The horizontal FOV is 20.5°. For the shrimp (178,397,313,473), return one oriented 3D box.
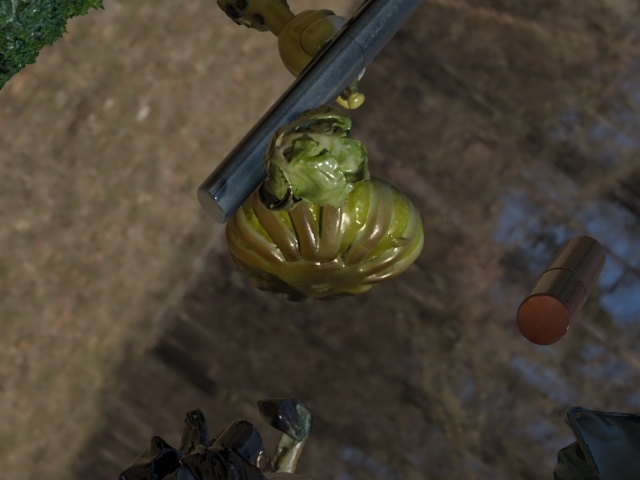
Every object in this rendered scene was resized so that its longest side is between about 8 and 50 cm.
[{"bbox_3d":[-0.104,0.294,2.281,0.272,0.085,0.445,-47,157,-15],"label":"shrimp"}]

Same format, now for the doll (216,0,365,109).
[{"bbox_3d":[-0.037,-0.250,2.027,0.086,0.117,0.291,-38,-129,-10],"label":"doll"}]

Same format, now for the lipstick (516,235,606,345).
[{"bbox_3d":[0.260,0.047,1.877,0.057,0.057,0.357,-50,176,16],"label":"lipstick"}]

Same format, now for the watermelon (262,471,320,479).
[{"bbox_3d":[-0.071,0.329,1.886,0.207,0.202,0.136,101,-32,-41],"label":"watermelon"}]

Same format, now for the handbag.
[{"bbox_3d":[0.288,0.209,1.370,0.229,0.179,0.062,-111,-152,-63],"label":"handbag"}]

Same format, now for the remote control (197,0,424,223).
[{"bbox_3d":[0.014,-0.172,1.765,0.377,0.044,0.107,-49,180,-10],"label":"remote control"}]

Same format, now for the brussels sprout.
[{"bbox_3d":[-0.013,-0.052,1.195,0.085,0.058,0.085,-21,-115,54],"label":"brussels sprout"}]

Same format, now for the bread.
[{"bbox_3d":[0.000,0.000,1.864,0.213,0.213,0.104,-36,-138,54],"label":"bread"}]

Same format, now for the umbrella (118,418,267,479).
[{"bbox_3d":[-0.144,0.263,1.565,0.122,0.110,0.272,1,-137,47],"label":"umbrella"}]

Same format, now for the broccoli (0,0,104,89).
[{"bbox_3d":[-0.321,-0.202,1.423,0.304,0.321,0.283,-40,146,-44],"label":"broccoli"}]
